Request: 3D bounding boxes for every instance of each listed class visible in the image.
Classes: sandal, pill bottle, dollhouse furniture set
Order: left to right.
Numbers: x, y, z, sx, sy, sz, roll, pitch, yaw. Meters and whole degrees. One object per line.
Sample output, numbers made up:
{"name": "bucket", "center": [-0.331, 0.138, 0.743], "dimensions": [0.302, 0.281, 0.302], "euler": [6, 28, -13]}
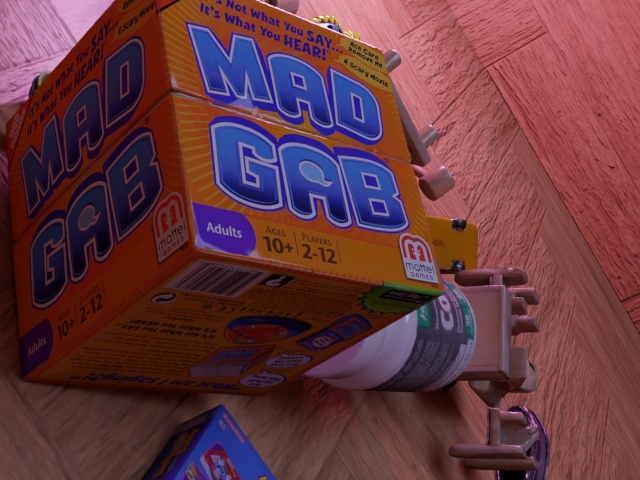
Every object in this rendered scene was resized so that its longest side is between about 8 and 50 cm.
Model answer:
{"name": "sandal", "center": [0.022, -0.405, 2.241], "dimensions": [0.317, 0.126, 0.138], "euler": [-1, 70, -60]}
{"name": "pill bottle", "center": [0.087, 0.133, 1.580], "dimensions": [0.361, 0.204, 0.204], "euler": [15, 52, -59]}
{"name": "dollhouse furniture set", "center": [0.263, 0.228, 1.945], "dimensions": [0.394, 0.256, 0.362], "euler": [46, 45, -60]}

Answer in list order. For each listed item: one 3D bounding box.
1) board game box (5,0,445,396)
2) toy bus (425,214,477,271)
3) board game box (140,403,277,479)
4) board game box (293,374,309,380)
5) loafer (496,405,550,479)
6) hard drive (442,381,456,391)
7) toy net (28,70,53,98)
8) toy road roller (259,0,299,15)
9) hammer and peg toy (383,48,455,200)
{"name": "board game box", "center": [-0.131, -0.044, 1.232], "dimensions": [0.356, 0.356, 0.356], "euler": [12, 56, -41]}
{"name": "toy bus", "center": [0.196, 0.006, 2.022], "dimensions": [0.332, 0.130, 0.108], "euler": [6, 84, -49]}
{"name": "board game box", "center": [-0.095, 0.413, 1.267], "dimensions": [0.347, 0.078, 0.233], "euler": [57, 26, -10]}
{"name": "board game box", "center": [-0.132, 0.065, 1.553], "dimensions": [0.318, 0.066, 0.318], "euler": [8, 58, -60]}
{"name": "loafer", "center": [0.418, 0.464, 2.134], "dimensions": [0.095, 0.109, 0.302], "euler": [40, 36, -30]}
{"name": "hard drive", "center": [0.220, 0.170, 2.109], "dimensions": [0.255, 0.054, 0.172], "euler": [55, 26, -14]}
{"name": "toy net", "center": [-0.321, -0.133, 1.424], "dimensions": [0.232, 0.045, 0.122], "euler": [38, 35, -41]}
{"name": "toy road roller", "center": [-0.123, -0.603, 2.023], "dimensions": [0.329, 0.240, 0.202], "euler": [59, 26, -7]}
{"name": "hammer and peg toy", "center": [0.118, -0.230, 2.113], "dimensions": [0.266, 0.127, 0.361], "euler": [22, -33, 56]}
